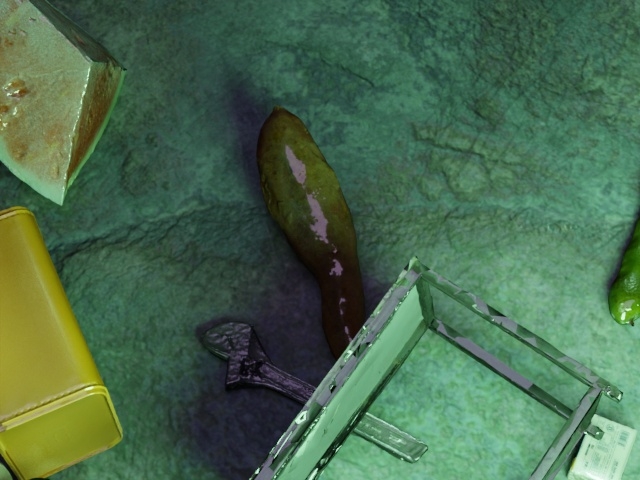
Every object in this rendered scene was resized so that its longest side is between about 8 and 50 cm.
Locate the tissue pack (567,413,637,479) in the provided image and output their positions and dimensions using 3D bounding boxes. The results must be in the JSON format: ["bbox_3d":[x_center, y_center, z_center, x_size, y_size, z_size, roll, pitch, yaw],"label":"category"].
[{"bbox_3d":[0.342,0.261,1.461,0.062,0.042,0.083,21,66,12],"label":"tissue pack"}]

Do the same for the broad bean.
[{"bbox_3d":[0.430,0.006,1.590,0.052,0.053,0.256,-5,53,43],"label":"broad bean"}]

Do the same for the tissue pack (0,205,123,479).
[{"bbox_3d":[-0.362,0.129,1.471,0.145,0.194,0.275,-21,64,-14],"label":"tissue pack"}]

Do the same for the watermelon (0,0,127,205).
[{"bbox_3d":[-0.372,-0.204,1.628,0.176,0.256,0.260,34,104,48],"label":"watermelon"}]

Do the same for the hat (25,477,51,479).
[{"bbox_3d":[-0.251,0.426,1.249,0.285,0.285,0.400,-36,74,-16],"label":"hat"}]

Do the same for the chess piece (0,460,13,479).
[{"bbox_3d":[-0.474,0.368,1.375,0.167,0.167,0.300,34,62,18],"label":"chess piece"}]

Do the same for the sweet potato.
[{"bbox_3d":[0.000,0.000,1.579,0.109,0.109,0.385,-18,75,-8],"label":"sweet potato"}]

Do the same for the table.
[{"bbox_3d":[0.127,0.251,1.350,0.272,0.222,0.335,33,77,17],"label":"table"}]

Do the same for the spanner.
[{"bbox_3d":[-0.013,0.195,1.519,0.325,0.026,0.093,26,65,13],"label":"spanner"}]
